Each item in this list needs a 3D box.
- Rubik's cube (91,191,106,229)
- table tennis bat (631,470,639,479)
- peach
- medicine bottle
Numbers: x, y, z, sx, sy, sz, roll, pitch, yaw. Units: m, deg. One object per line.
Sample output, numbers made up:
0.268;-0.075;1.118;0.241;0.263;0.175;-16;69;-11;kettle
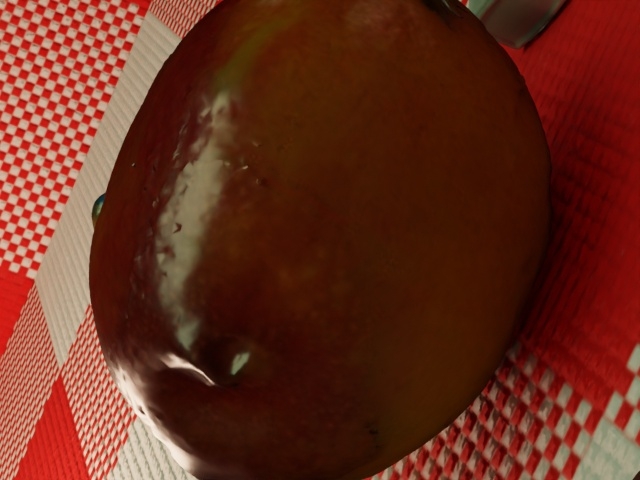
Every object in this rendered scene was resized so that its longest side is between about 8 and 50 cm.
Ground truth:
-0.081;0.025;1.507;0.254;0.254;0.254;-55;22;36;Rubik's cube
0.189;0.145;0.909;0.234;0.022;0.131;-66;17;13;table tennis bat
-0.002;-0.001;1.186;0.373;0.289;0.373;-61;11;20;peach
0.154;-0.216;1.362;0.074;0.055;0.118;-50;27;47;medicine bottle
